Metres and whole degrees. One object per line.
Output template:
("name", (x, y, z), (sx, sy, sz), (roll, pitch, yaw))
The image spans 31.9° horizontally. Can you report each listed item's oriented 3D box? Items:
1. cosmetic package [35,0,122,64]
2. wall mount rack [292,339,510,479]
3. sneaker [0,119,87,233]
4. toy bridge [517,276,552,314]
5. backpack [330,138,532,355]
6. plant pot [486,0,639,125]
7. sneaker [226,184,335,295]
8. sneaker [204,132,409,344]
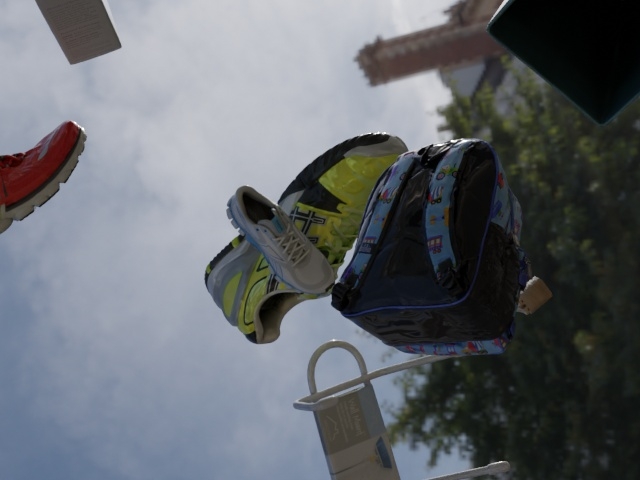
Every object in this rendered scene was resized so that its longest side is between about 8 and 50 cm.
("cosmetic package", (-0.337, -0.340, 1.486), (0.231, 0.085, 0.117), (78, 171, -72))
("wall mount rack", (0.125, 0.314, 1.799), (0.304, 0.130, 0.350), (-17, -88, -28))
("sneaker", (-0.424, -0.074, 1.441), (0.279, 0.107, 0.118), (-41, -69, -14))
("toy bridge", (0.183, 0.049, 1.212), (0.063, 0.188, 0.026), (-40, -73, -4))
("backpack", (0.108, 0.003, 0.988), (0.117, 0.158, 0.173), (38, -124, -37))
("plant pot", (0.314, -0.279, 1.209), (0.165, 0.166, 0.234), (38, -140, -7))
("sneaker", (-0.055, -0.001, 1.516), (0.191, 0.083, 0.071), (43, -106, 6))
("sneaker", (0.000, 0.000, 1.630), (0.145, 0.384, 0.147), (9, -138, -52))
